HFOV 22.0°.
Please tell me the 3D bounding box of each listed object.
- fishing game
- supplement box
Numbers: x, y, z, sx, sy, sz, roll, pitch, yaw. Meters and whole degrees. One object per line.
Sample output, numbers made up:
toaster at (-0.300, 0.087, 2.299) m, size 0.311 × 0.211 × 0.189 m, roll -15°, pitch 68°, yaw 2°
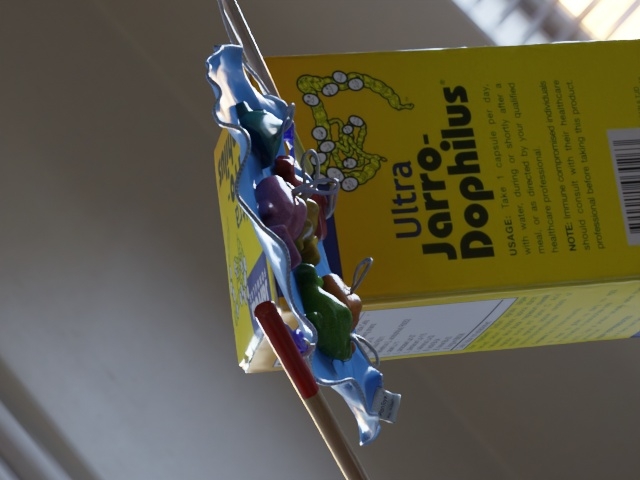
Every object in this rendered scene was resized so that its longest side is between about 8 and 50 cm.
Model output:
fishing game at (0.000, 0.000, 0.714) m, size 0.041 × 0.264 × 0.189 m, roll -21°, pitch -55°, yaw 7°
supplement box at (0.112, -0.026, 1.275) m, size 0.356 × 0.195 × 0.194 m, roll -4°, pitch -17°, yaw -13°
